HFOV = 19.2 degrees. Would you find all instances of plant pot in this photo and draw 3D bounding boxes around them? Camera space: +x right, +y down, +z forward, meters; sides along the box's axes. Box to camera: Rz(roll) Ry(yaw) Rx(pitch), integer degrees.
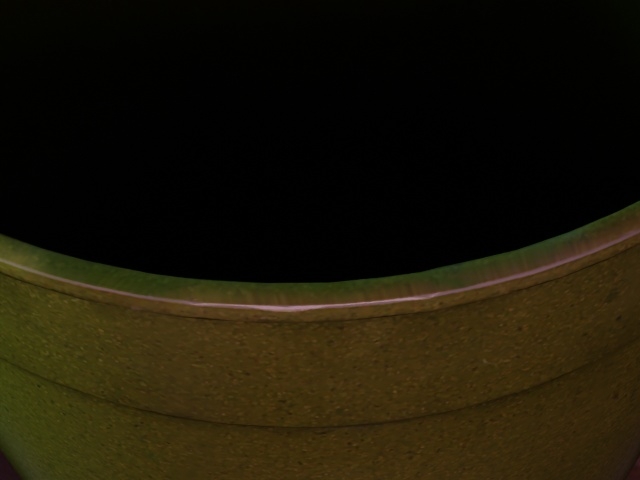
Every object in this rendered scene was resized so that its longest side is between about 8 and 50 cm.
[{"bbox_3d":[0.000,0.000,0.755,0.366,0.366,0.353,-1,138,1],"label":"plant pot"}]

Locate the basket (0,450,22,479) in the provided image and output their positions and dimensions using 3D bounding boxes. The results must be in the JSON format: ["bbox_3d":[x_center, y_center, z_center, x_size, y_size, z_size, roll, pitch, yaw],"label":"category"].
[{"bbox_3d":[-0.190,0.090,0.906,0.154,0.204,0.227,-5,121,39],"label":"basket"}]
